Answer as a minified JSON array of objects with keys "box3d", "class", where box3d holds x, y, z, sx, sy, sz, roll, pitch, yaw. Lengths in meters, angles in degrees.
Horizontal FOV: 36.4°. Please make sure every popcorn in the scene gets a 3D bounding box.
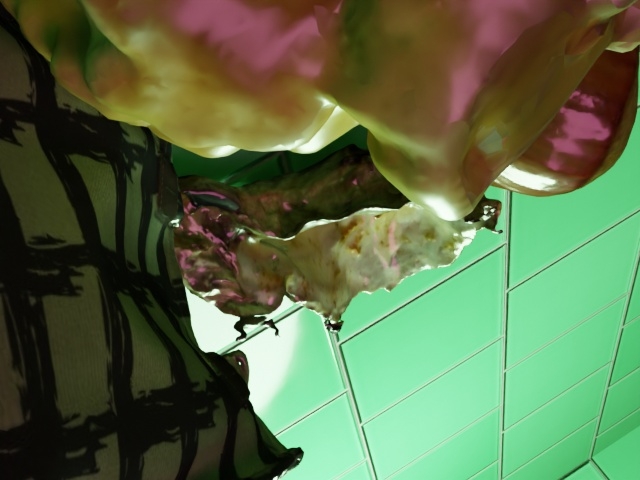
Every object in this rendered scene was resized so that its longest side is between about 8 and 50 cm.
[{"box3d":[0.003,-0.226,0.415,0.344,0.354,0.390,30,68,-44],"class":"popcorn"}]

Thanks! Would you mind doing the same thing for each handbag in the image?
[{"box3d":[-0.155,0.035,0.544,0.162,0.325,0.327,-18,173,21],"class":"handbag"}]

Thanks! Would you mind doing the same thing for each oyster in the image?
[{"box3d":[-0.004,0.004,0.868,0.336,0.133,0.198,-7,140,-35],"class":"oyster"}]

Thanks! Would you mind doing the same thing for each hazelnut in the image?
[{"box3d":[0.171,-0.122,0.827,0.210,0.186,0.210,-35,167,-9],"class":"hazelnut"}]
